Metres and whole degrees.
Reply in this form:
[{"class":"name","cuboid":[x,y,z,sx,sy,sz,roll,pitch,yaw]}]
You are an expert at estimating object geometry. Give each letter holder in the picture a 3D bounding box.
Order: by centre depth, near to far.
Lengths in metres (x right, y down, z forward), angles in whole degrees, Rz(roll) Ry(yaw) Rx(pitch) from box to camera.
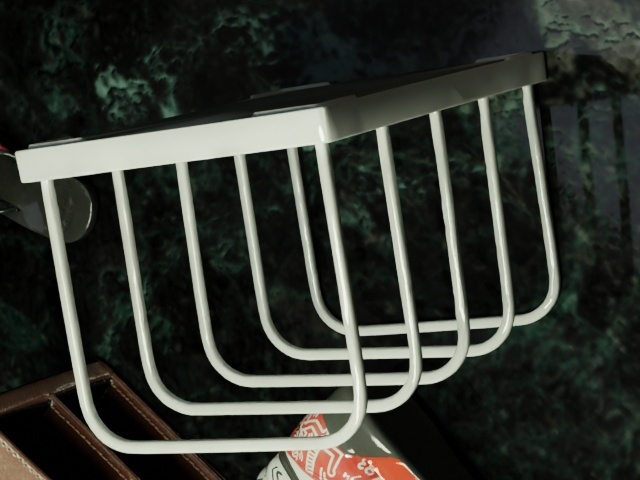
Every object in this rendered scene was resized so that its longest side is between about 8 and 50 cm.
[{"class":"letter holder","cuboid":[-0.193,0.275,1.236,0.214,0.152,0.302,41,115,17]}]

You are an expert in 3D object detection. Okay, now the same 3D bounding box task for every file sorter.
[{"class":"file sorter","cuboid":[0.000,0.000,1.015,0.193,0.278,0.173,-5,99,31]}]

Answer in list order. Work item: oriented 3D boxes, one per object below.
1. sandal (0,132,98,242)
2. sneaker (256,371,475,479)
[{"class":"sandal","cuboid":[-0.241,-0.047,1.279,0.179,0.040,0.067,21,107,26]},{"class":"sneaker","cuboid":[0.059,0.228,1.119,0.145,0.090,0.270,-46,71,28]}]
